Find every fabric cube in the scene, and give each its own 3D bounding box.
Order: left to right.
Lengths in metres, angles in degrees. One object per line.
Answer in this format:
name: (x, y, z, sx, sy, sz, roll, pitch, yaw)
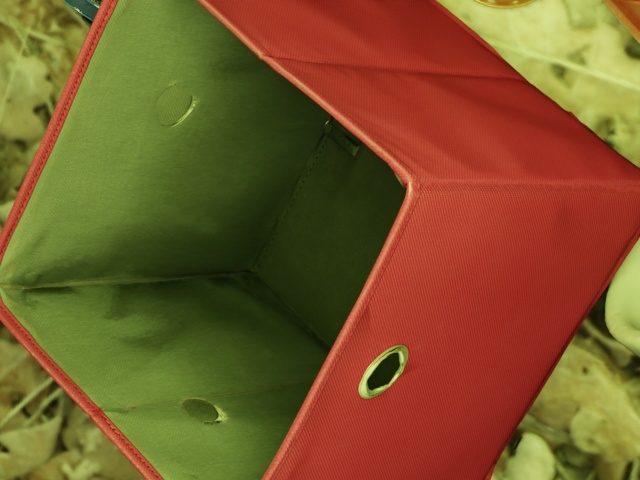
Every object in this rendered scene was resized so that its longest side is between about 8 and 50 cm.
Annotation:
fabric cube: (0.000, 0.000, 1.145, 0.259, 0.258, 0.254, 43, 116, 32)

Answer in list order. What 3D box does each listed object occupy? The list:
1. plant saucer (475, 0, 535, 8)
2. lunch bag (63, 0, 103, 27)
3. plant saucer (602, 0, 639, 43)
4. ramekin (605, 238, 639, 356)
plant saucer: (0.121, -0.194, 1.235, 0.083, 0.013, 0.083, 4, 108, 14)
lunch bag: (-0.130, -0.172, 1.260, 0.067, 0.098, 0.065, 34, 115, -4)
plant saucer: (0.296, -0.186, 1.090, 0.047, 0.258, 0.259, 22, 113, -29)
ramekin: (0.316, 0.005, 1.117, 0.277, 0.277, 0.135, -40, 102, 22)
